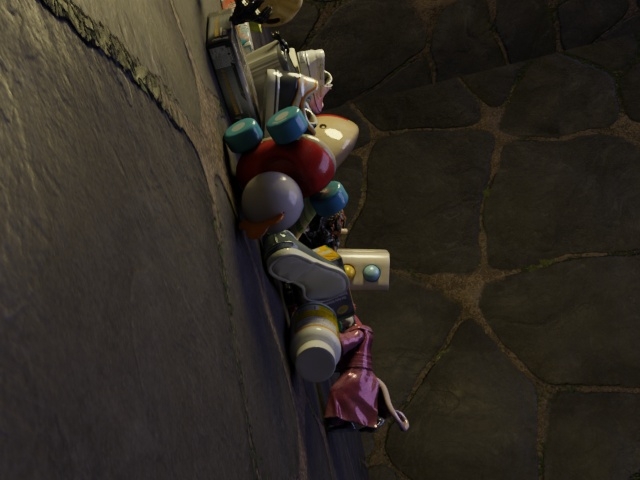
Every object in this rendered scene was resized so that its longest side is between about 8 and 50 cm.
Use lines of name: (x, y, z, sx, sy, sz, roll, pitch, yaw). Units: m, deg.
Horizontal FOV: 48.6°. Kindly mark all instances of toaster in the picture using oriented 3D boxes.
toaster: (-0.124, -0.389, 1.755, 0.129, 0.146, 0.227, -95, 161, -50)

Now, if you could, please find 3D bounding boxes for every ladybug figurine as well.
ladybug figurine: (-0.033, -0.260, 2.144, 0.162, 0.305, 0.449, 42, -9, -6)

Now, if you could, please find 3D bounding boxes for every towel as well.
towel: (-0.066, -0.126, 1.798, 0.325, 0.038, 0.248, 127, -43, -61)

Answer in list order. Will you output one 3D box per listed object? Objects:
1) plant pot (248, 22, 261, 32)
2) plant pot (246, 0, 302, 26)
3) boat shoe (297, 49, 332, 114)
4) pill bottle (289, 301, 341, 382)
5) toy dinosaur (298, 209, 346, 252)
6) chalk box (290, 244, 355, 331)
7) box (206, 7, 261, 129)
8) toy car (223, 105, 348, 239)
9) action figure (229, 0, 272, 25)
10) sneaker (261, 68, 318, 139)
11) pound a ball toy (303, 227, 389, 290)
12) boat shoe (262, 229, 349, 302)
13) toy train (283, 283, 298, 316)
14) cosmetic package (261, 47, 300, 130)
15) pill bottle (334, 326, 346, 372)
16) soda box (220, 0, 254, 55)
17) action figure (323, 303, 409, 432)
plant pot: (-0.212, -0.610, 1.970, 0.083, 0.079, 0.083, -13, 90, -86)
plant pot: (-0.158, -0.831, 2.150, 0.334, 0.333, 0.306, 73, 17, -53)
boat shoe: (-0.007, -0.450, 2.033, 0.258, 0.084, 0.095, 72, 6, -69)
pill bottle: (-0.013, 0.230, 1.598, 0.208, 0.117, 0.118, -96, 172, -72)
toy dinosaur: (0.000, 0.000, 2.142, 0.322, 0.164, 0.218, -90, 158, -47)
chalk box: (-0.001, 0.141, 1.819, 0.132, 0.132, 0.213, -145, -140, -68)
box: (-0.188, -0.365, 1.558, 0.183, 0.056, 0.231, -101, 176, -51)
toy car: (-0.097, -0.088, 1.332, 0.219, 0.210, 0.238, 60, 41, -31)
action figure: (-0.185, -0.591, 1.487, 0.276, 0.141, 0.164, 63, 19, 5)
sneaker: (-0.075, -0.227, 1.613, 0.126, 0.127, 0.321, -103, -162, -52)
pound a ball toy: (0.061, 0.057, 2.296, 0.136, 0.319, 0.208, -89, -179, -81)
boat shoe: (-0.032, 0.056, 1.624, 0.319, 0.116, 0.099, 34, 25, -56)
toy train: (-0.063, 0.179, 1.752, 0.036, 0.027, 0.158, -92, 168, -66)
cosmetic package: (-0.121, -0.397, 1.989, 0.113, 0.160, 0.310, 74, 5, -48)
pill bottle: (0.041, 0.287, 2.219, 0.130, 0.130, 0.246, -99, 175, -54)
soda box: (-0.218, -0.564, 1.867, 0.063, 0.058, 0.183, 69, 7, -69)
action figure: (0.105, 0.355, 2.014, 0.248, 0.275, 0.370, 48, 42, -71)
